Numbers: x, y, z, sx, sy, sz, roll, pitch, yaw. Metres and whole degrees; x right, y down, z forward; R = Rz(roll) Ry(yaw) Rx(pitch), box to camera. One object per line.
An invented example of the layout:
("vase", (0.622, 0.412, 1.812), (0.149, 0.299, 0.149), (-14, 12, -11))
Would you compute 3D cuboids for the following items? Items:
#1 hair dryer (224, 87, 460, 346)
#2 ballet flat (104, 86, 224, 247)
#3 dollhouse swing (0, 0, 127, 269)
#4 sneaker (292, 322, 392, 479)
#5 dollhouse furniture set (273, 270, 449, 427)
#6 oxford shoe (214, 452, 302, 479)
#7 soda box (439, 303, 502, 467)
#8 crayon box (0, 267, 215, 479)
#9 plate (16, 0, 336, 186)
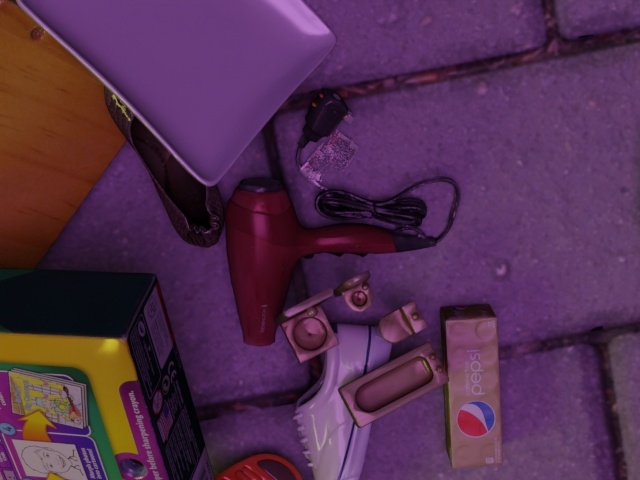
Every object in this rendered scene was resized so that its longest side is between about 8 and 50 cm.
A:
("hair dryer", (0.000, 0.000, 1.645), (0.224, 0.080, 0.293), (40, 99, -10))
("ballet flat", (-0.162, -0.092, 1.589), (0.084, 0.058, 0.249), (-24, 123, -6))
("dollhouse swing", (-0.447, -0.156, 1.604), (0.346, 0.305, 0.315), (-54, 141, 9))
("sneaker", (0.011, 0.216, 1.695), (0.091, 0.094, 0.258), (13, 92, -1))
("dollhouse furniture set", (0.052, 0.115, 1.586), (0.144, 0.123, 0.151), (-27, 86, -9))
("oxford shoe", (-0.159, 0.396, 1.718), (0.130, 0.133, 0.363), (43, 80, 5))
("soda box", (0.175, 0.168, 1.700), (0.061, 0.058, 0.181), (-4, 104, -1))
("crayon box", (-0.295, 0.190, 1.549), (0.313, 0.106, 0.362), (3, 131, 15))
("plate", (-0.149, -0.226, 1.534), (0.278, 0.045, 0.277), (45, 53, -11))
